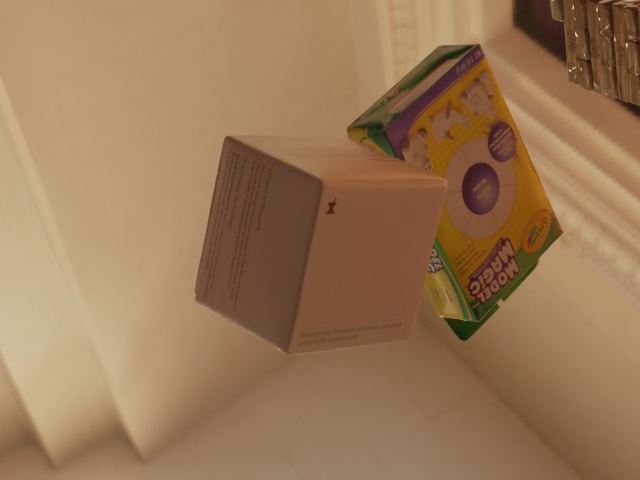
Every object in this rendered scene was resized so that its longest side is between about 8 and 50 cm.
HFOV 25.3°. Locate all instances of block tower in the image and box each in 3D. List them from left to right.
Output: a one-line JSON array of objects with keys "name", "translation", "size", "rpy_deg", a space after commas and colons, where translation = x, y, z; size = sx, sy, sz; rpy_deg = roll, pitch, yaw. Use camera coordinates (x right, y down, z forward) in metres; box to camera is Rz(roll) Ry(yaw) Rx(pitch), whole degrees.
[{"name": "block tower", "translation": [0.331, -0.152, 1.181], "size": [0.091, 0.097, 0.335], "rpy_deg": [-21, -152, -22]}]

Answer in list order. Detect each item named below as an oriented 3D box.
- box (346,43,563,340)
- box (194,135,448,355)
[{"name": "box", "translation": [0.097, -0.028, 0.951], "size": [0.043, 0.179, 0.105], "rpy_deg": [8, -136, 49]}, {"name": "box", "translation": [0.000, 0.000, 0.801], "size": [0.101, 0.102, 0.087], "rpy_deg": [-2, -160, -43]}]
